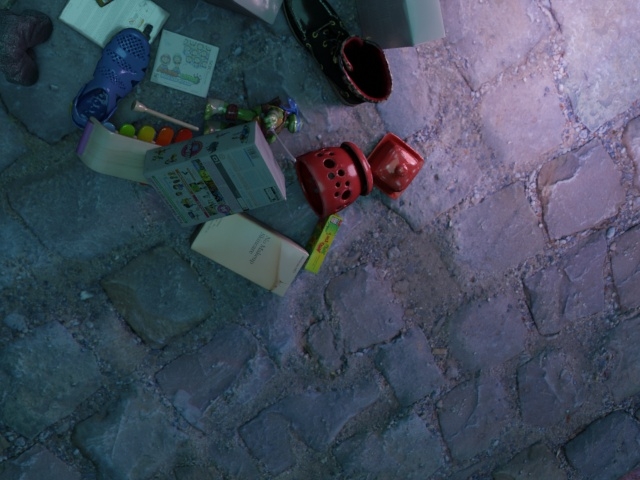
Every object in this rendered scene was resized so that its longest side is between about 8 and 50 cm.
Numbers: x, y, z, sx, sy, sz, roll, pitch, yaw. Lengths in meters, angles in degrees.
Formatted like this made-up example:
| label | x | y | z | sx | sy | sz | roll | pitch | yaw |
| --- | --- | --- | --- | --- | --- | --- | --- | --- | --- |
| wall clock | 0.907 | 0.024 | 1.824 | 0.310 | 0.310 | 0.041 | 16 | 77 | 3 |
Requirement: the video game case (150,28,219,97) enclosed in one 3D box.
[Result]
| label | x | y | z | sx | sy | sz | roll | pitch | yaw |
| --- | --- | --- | --- | --- | --- | --- | --- | --- | --- |
| video game case | -0.370 | -0.481 | 1.765 | 0.157 | 0.019 | 0.143 | 14 | 101 | -16 |

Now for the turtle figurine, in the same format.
| label | x | y | z | sx | sy | sz | roll | pitch | yaw |
| --- | --- | --- | --- | --- | --- | --- | --- | --- | --- |
| turtle figurine | -0.186 | -0.280 | 1.761 | 0.266 | 0.198 | 0.275 | 8 | 89 | -7 |

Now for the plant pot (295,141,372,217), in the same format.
| label | x | y | z | sx | sy | sz | roll | pitch | yaw |
| --- | --- | --- | --- | --- | --- | --- | --- | --- | --- |
| plant pot | 0.041 | -0.182 | 1.856 | 0.174 | 0.191 | 0.191 | -25 | 109 | -15 |

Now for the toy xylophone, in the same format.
| label | x | y | z | sx | sy | sz | roll | pitch | yaw |
| --- | --- | --- | --- | --- | --- | --- | --- | --- | --- |
| toy xylophone | -0.454 | -0.245 | 1.697 | 0.322 | 0.081 | 0.236 | 22 | 112 | -44 |

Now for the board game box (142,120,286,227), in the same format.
| label | x | y | z | sx | sy | sz | roll | pitch | yaw |
| --- | --- | --- | --- | --- | --- | --- | --- | --- | --- |
| board game box | -0.268 | -0.166 | 1.675 | 0.303 | 0.098 | 0.224 | -14 | 139 | 10 |

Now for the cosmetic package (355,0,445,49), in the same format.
| label | x | y | z | sx | sy | sz | roll | pitch | yaw |
| --- | --- | --- | --- | --- | --- | --- | --- | --- | --- |
| cosmetic package | 0.182 | -0.645 | 1.660 | 0.097 | 0.377 | 0.284 | -19 | 109 | -9 |

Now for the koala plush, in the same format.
| label | x | y | z | sx | sy | sz | roll | pitch | yaw |
| --- | --- | --- | --- | --- | --- | --- | --- | --- | --- |
| koala plush | -0.812 | -0.504 | 1.580 | 0.221 | 0.203 | 0.196 | 21 | 99 | -5 |

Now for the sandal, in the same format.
| label | x | y | z | sx | sy | sz | roll | pitch | yaw |
| --- | --- | --- | --- | --- | --- | --- | --- | --- | --- |
| sandal | -0.542 | -0.400 | 1.664 | 0.126 | 0.138 | 0.317 | 30 | 105 | -20 |

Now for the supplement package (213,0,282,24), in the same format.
| label | x | y | z | sx | sy | sz | roll | pitch | yaw |
| --- | --- | --- | --- | --- | --- | --- | --- | --- | --- |
| supplement package | -0.228 | -0.686 | 1.583 | 0.199 | 0.262 | 0.198 | 11 | 106 | -57 |

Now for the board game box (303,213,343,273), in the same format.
| label | x | y | z | sx | sy | sz | roll | pitch | yaw |
| --- | --- | --- | --- | --- | --- | --- | --- | --- | --- |
| board game box | 0.000 | 0.000 | 1.939 | 0.043 | 0.092 | 0.181 | 23 | 98 | -16 |

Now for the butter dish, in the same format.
| label | x | y | z | sx | sy | sz | roll | pitch | yaw |
| --- | --- | --- | --- | --- | --- | --- | --- | --- | --- |
| butter dish | 0.227 | -0.214 | 1.922 | 0.160 | 0.118 | 0.160 | 36 | 94 | -19 |

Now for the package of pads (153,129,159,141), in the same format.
| label | x | y | z | sx | sy | sz | roll | pitch | yaw |
| --- | --- | --- | --- | --- | --- | --- | --- | --- | --- |
| package of pads | -0.455 | -0.260 | 1.797 | 0.050 | 0.032 | 0.083 | 23 | 98 | -20 |

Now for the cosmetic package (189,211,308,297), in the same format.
| label | x | y | z | sx | sy | sz | roll | pitch | yaw |
| --- | --- | --- | --- | --- | --- | --- | --- | --- | --- |
| cosmetic package | -0.209 | 0.018 | 1.886 | 0.309 | 0.113 | 0.160 | 29 | 96 | -17 |

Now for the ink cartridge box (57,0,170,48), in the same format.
| label | x | y | z | sx | sy | sz | roll | pitch | yaw |
| --- | --- | --- | --- | --- | --- | --- | --- | --- | --- |
| ink cartridge box | -0.538 | -0.587 | 1.689 | 0.224 | 0.056 | 0.181 | 31 | 96 | -30 |

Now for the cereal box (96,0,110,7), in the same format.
| label | x | y | z | sx | sy | sz | roll | pitch | yaw |
| --- | --- | --- | --- | --- | --- | --- | --- | --- | --- |
| cereal box | -0.502 | -0.719 | 1.616 | 0.240 | 0.047 | 0.173 | -41 | 111 | -22 |

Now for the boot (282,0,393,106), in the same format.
| label | x | y | z | sx | sy | sz | roll | pitch | yaw |
| --- | --- | --- | --- | --- | --- | --- | --- | --- | --- |
| boot | 0.047 | -0.516 | 1.711 | 0.138 | 0.284 | 0.377 | -32 | 110 | -3 |
